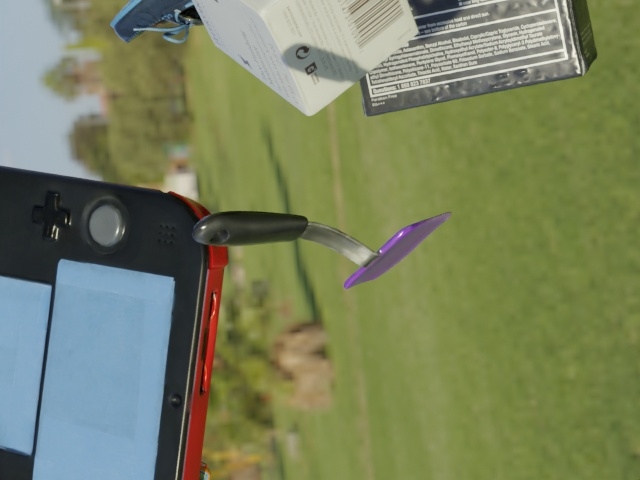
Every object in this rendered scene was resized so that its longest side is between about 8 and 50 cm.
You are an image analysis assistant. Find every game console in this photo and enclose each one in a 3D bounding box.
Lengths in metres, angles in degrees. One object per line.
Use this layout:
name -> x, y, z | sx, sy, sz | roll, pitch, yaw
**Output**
game console -> -0.259, 0.129, 1.858 | 0.060, 0.342, 0.387 | 2, -84, -63

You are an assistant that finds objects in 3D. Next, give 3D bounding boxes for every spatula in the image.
spatula -> 0.000, 0.000, 1.416 | 0.296, 0.084, 0.030 | 8, -135, -53

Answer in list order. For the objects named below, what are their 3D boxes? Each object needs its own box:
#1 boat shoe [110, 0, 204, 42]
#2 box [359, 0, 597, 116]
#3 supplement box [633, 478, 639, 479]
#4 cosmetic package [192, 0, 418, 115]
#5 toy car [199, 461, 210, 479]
boat shoe -> -0.163, -0.292, 2.291 | 0.258, 0.089, 0.109 | -26, 20, 51
box -> 0.183, -0.341, 2.437 | 0.183, 0.296, 0.294 | -47, -54, -71
supplement box -> 0.403, 0.261, 1.824 | 0.080, 0.233, 0.078 | -109, 10, -74
cosmetic package -> -0.028, -0.254, 1.899 | 0.183, 0.151, 0.151 | 39, 163, 43
toy car -> -0.157, 0.219, 1.874 | 0.040, 0.122, 0.060 | -62, -15, 2
